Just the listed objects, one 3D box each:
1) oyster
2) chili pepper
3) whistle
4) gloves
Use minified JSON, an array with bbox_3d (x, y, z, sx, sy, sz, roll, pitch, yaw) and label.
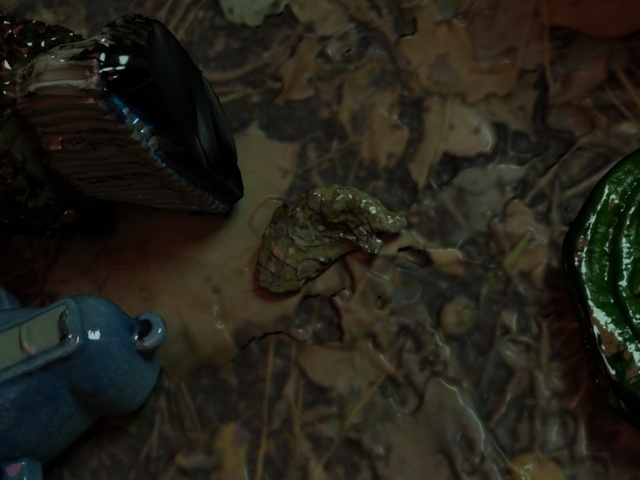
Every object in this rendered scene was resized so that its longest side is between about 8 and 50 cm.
[{"bbox_3d":[0.000,0.000,0.620,0.081,0.038,0.083,27,78,22],"label":"oyster"},{"bbox_3d":[0.174,0.032,0.550,0.073,0.050,0.182,-15,64,18],"label":"chili pepper"},{"bbox_3d":[-0.213,0.103,0.624,0.269,0.093,0.180,-24,59,14],"label":"whistle"},{"bbox_3d":[-0.215,-0.068,0.618,0.312,0.210,0.135,4,94,19],"label":"gloves"}]
